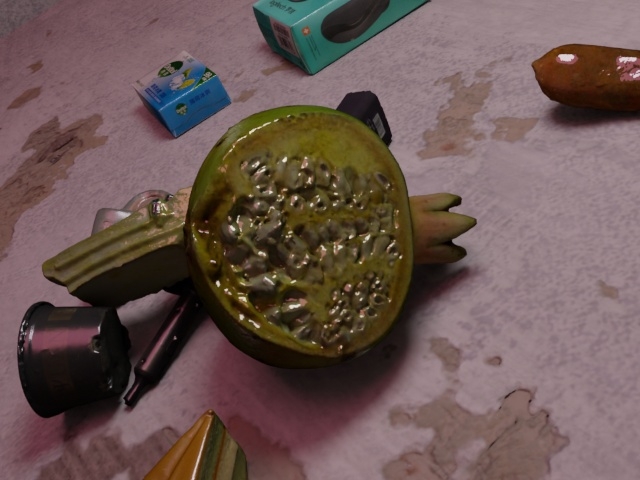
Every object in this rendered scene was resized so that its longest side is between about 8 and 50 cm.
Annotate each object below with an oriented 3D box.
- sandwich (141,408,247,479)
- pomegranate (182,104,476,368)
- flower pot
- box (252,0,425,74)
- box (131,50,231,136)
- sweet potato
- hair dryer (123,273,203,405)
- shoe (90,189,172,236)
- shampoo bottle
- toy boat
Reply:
[{"bbox_3d":[-0.168,0.287,0.773,0.144,0.117,0.187,-10,42,16],"label":"sandwich"},{"bbox_3d":[0.000,0.000,0.920,0.359,0.309,0.216,-3,-12,-27],"label":"pomegranate"},{"bbox_3d":[-0.319,0.152,0.995,0.107,0.157,0.157,-9,41,5],"label":"flower pot"},{"bbox_3d":[0.040,-0.489,1.526,0.311,0.118,0.205,-34,41,-8],"label":"box"},{"bbox_3d":[-0.290,-0.306,1.542,0.139,0.073,0.194,-36,39,-10],"label":"box"},{"bbox_3d":[0.442,-0.228,1.027,0.292,0.097,0.097,2,46,21],"label":"sweet potato"},{"bbox_3d":[-0.178,0.123,1.018,0.196,0.078,0.248,10,61,37],"label":"hair dryer"},{"bbox_3d":[-0.318,-0.012,1.210,0.103,0.100,0.251,-5,41,24],"label":"shoe"},{"bbox_3d":[0.012,-0.092,1.111,0.071,0.098,0.309,5,48,34],"label":"shampoo bottle"},{"bbox_3d":[-0.240,0.017,1.008,0.276,0.111,0.084,-26,62,11],"label":"toy boat"}]
